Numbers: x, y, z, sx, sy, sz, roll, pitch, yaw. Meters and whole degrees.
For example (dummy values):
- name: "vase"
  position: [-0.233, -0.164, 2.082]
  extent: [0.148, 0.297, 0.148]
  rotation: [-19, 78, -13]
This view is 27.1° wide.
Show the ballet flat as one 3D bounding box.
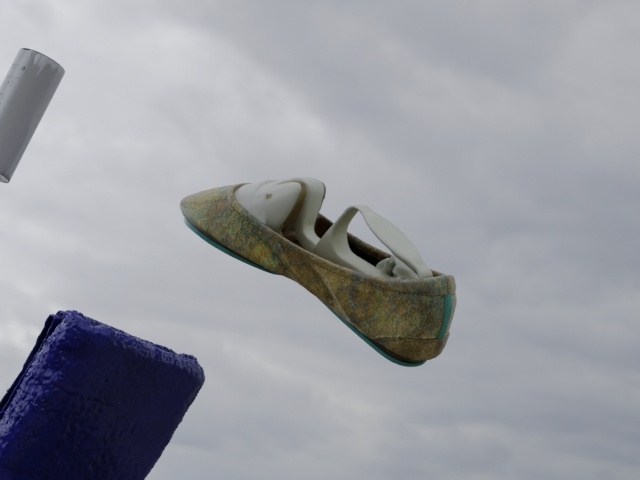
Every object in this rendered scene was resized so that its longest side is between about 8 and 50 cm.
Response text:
- name: "ballet flat"
  position: [0.000, 0.000, 1.373]
  extent: [0.348, 0.123, 0.123]
  rotation: [33, 2, 30]

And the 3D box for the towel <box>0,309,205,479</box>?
- name: "towel"
  position: [-0.258, 0.219, 1.291]
  extent: [0.076, 0.308, 0.228]
  rotation: [33, -1, 31]

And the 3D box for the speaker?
- name: "speaker"
  position: [-0.320, -0.129, 1.381]
  extent: [0.055, 0.136, 0.055]
  rotation: [22, -14, 6]
